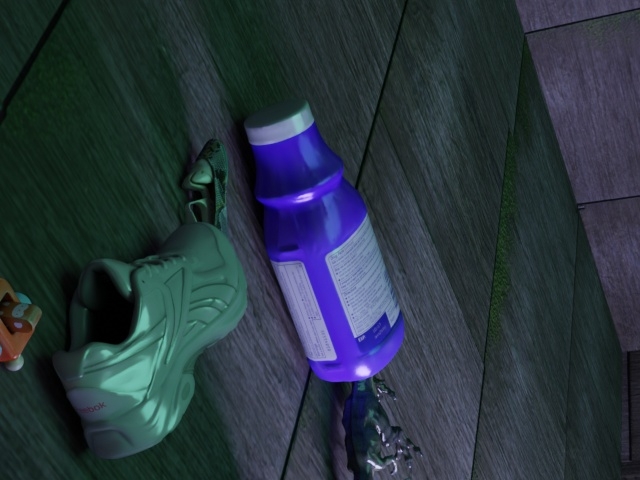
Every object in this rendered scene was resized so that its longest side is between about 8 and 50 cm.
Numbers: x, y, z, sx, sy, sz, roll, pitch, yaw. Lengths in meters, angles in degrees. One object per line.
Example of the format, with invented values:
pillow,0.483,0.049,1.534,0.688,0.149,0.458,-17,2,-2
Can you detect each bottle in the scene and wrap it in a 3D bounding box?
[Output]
bottle,0.000,0.000,1.219,0.118,0.092,0.282,-50,126,-50

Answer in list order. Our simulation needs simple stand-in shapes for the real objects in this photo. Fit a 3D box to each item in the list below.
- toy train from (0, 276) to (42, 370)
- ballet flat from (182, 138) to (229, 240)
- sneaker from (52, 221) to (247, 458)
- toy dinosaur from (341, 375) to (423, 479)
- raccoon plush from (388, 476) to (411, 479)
toy train,-0.217,0.058,0.726,0.166,0.046,0.125,-65,140,-55
ballet flat,-0.101,-0.038,1.067,0.041,0.041,0.114,28,55,-63
sneaker,-0.126,0.044,0.907,0.115,0.090,0.232,63,27,-30
toy dinosaur,0.054,0.190,1.332,0.118,0.064,0.268,28,52,-55
raccoon plush,0.010,0.419,1.073,0.299,0.216,0.446,-96,-168,-45
